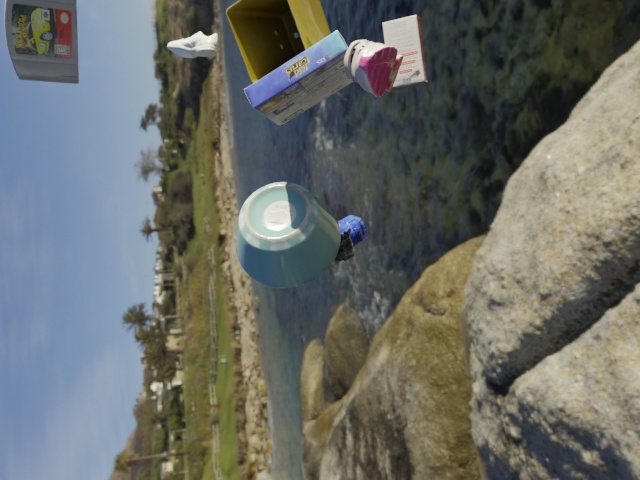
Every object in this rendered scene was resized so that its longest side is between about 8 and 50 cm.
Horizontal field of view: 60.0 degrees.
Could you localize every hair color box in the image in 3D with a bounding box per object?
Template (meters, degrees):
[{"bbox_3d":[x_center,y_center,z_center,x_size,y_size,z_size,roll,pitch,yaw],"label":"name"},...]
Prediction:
[{"bbox_3d":[0.223,-0.492,1.455,0.053,0.093,0.167,-28,-69,-66],"label":"hair color box"}]

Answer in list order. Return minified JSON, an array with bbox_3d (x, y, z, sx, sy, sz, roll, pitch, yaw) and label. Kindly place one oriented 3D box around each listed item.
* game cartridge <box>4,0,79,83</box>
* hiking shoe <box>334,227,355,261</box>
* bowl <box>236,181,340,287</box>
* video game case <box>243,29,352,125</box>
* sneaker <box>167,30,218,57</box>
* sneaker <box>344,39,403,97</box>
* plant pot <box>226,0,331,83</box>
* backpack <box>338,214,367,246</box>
[{"bbox_3d":[-0.831,-0.624,1.655,0.060,0.196,0.294,-134,46,-58],"label":"game cartridge"},{"bbox_3d":[0.000,0.000,1.739,0.086,0.227,0.114,-33,-58,-63],"label":"hiking shoe"},{"bbox_3d":[-0.106,-0.041,1.549,0.163,0.312,0.311,73,-175,-59],"label":"bowl"},{"bbox_3d":[-0.039,-0.410,1.440,0.061,0.270,0.244,61,-170,3],"label":"video game case"},{"bbox_3d":[-0.478,-0.749,2.102,0.080,0.212,0.094,28,-109,-71],"label":"sneaker"},{"bbox_3d":[0.096,-0.363,1.155,0.252,0.111,0.103,-41,-28,-72],"label":"sneaker"},{"bbox_3d":[-0.089,-0.568,1.503,0.212,0.187,0.212,-13,101,41],"label":"plant pot"},{"bbox_3d":[0.105,-0.026,1.927,0.101,0.120,0.098,23,138,51],"label":"backpack"}]
